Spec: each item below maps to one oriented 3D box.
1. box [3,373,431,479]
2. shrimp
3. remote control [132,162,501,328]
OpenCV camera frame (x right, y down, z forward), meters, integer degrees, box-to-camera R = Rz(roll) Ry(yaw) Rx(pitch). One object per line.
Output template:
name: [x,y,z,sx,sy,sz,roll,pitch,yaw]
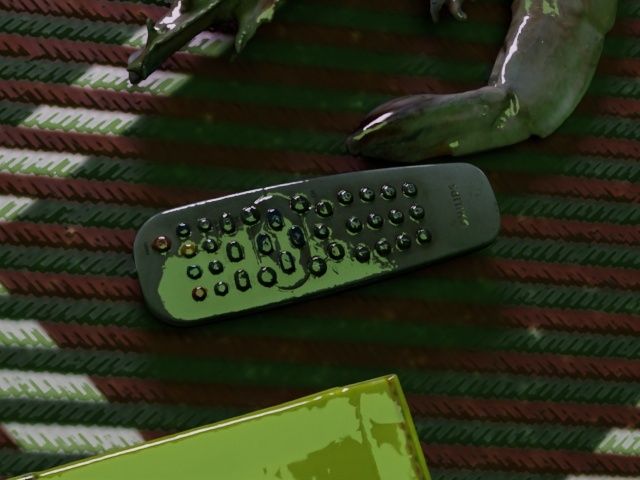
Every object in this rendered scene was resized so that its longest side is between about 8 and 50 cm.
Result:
box: [-0.087,0.201,0.800,0.335,0.047,0.187,-14,76,-17]
shrimp: [0.044,-0.155,0.940,0.360,0.085,0.247,-25,86,-24]
remote control: [0.000,0.000,0.890,0.222,0.042,0.072,-12,75,-16]
